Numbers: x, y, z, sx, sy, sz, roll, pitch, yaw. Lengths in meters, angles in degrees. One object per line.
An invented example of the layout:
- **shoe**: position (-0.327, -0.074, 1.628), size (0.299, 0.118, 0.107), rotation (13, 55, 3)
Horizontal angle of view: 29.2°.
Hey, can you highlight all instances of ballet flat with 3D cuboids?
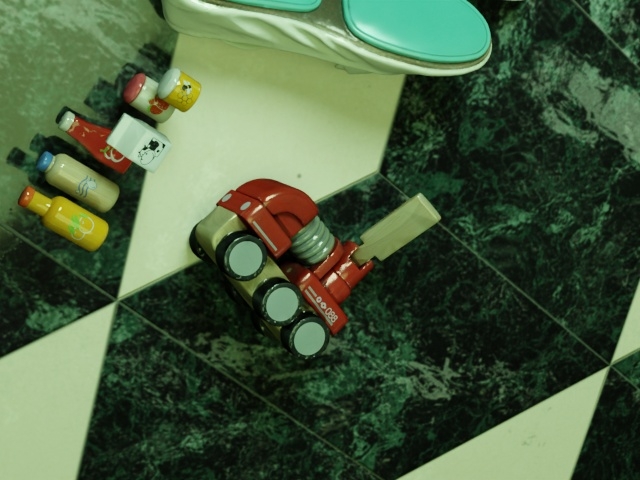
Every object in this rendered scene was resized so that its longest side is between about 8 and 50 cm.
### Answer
- **ballet flat**: position (0.001, -0.261, 1.439), size (0.400, 0.139, 0.139), rotation (9, 106, -19)

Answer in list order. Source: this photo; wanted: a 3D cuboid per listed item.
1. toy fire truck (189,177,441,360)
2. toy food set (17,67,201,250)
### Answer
- **toy fire truck**: position (0.000, 0.000, 1.530), size (0.246, 0.158, 0.217), rotation (-43, 117, -13)
- **toy food set**: position (-0.246, -0.116, 1.409), size (0.104, 0.111, 0.232), rotation (31, 100, -26)
